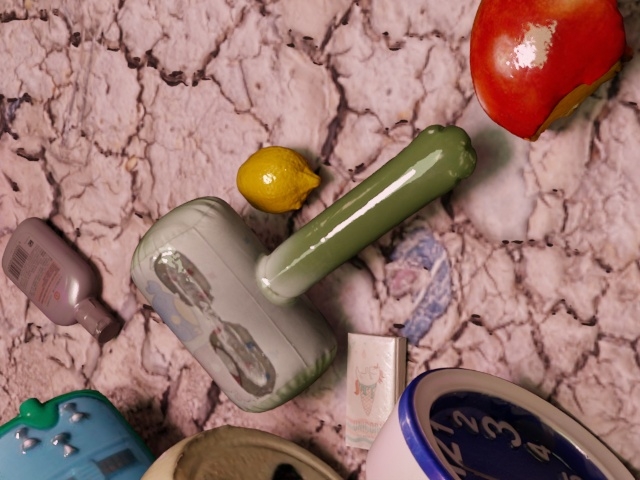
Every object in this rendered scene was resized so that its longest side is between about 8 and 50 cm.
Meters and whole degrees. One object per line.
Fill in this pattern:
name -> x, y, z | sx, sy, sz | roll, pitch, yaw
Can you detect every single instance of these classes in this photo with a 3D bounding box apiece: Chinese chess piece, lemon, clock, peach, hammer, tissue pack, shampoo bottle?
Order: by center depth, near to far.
clock -> 0.150, 0.200, 1.021 | 0.230, 0.230, 0.083 | 42, 118, 25
peach -> 0.176, -0.159, 1.065 | 0.118, 0.151, 0.151 | -22, 76, -13
Chinese chess piece -> -0.054, 0.279, 1.145 | 0.250, 0.250, 0.101 | 49, 119, 22
hammer -> 0.000, 0.000, 1.162 | 0.335, 0.119, 0.206 | -36, 99, 22
tissue pack -> 0.050, 0.140, 1.205 | 0.056, 0.023, 0.108 | 2, 93, 34
lemon -> -0.040, -0.058, 1.234 | 0.092, 0.065, 0.065 | 2, 94, 33
shampoo bottle -> -0.278, 0.049, 1.408 | 0.165, 0.040, 0.080 | 40, 111, 25

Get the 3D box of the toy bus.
toy bus -> -0.207, 0.308, 1.260 | 0.343, 0.183, 0.199 | 47, 145, 22
